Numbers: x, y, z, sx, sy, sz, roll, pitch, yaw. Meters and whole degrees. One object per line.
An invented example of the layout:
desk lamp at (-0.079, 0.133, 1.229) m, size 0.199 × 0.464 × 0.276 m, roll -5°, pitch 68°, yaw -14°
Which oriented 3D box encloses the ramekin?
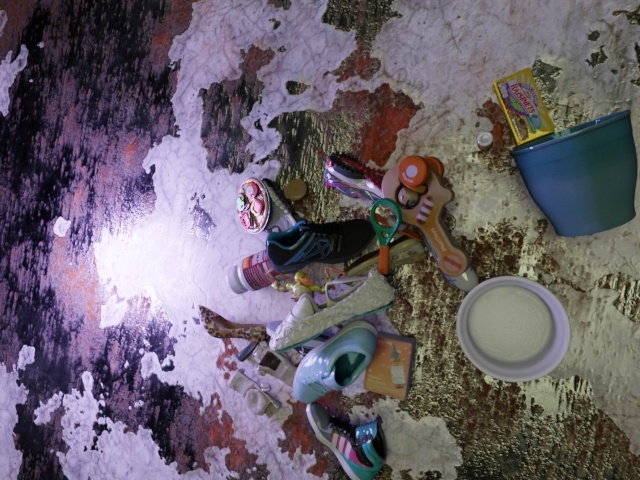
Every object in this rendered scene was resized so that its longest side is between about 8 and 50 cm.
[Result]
ramekin at (0.521, 0.234, 1.179) m, size 0.276 × 0.135 × 0.278 m, roll -1°, pitch 87°, yaw 20°

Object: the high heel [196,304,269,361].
high heel at (-0.299, 0.280, 1.498) m, size 0.261 × 0.093 × 0.186 m, roll 45°, pitch 110°, yaw 0°

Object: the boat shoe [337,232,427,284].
boat shoe at (0.188, 0.077, 1.326) m, size 0.285 × 0.104 × 0.089 m, roll -28°, pitch 97°, yaw 16°

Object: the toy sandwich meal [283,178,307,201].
toy sandwich meal at (-0.085, -0.173, 1.480) m, size 0.085 × 0.029 × 0.086 m, roll -3°, pitch 77°, yaw 15°

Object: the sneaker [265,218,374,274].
sneaker at (0.000, 0.000, 1.293) m, size 0.340 × 0.140 × 0.125 m, roll -19°, pitch 49°, yaw -4°

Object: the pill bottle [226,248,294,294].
pill bottle at (-0.204, 0.101, 1.462) m, size 0.221 × 0.121 × 0.121 m, roll -23°, pitch 80°, yaw 18°

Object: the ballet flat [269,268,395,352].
ballet flat at (0.020, 0.195, 1.273) m, size 0.408 × 0.147 × 0.147 m, roll -24°, pitch 80°, yaw 5°

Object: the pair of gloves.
pair of gloves at (-0.189, 0.483, 1.466) m, size 0.204 × 0.042 × 0.240 m, roll 41°, pitch 103°, yaw 7°

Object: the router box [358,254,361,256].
router box at (0.083, -0.002, 1.403) m, size 0.122 × 0.038 × 0.092 m, roll 11°, pitch 90°, yaw 20°

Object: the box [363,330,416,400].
box at (0.214, 0.378, 1.311) m, size 0.129 × 0.091 × 0.171 m, roll 7°, pitch 91°, yaw 21°

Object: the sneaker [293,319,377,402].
sneaker at (0.026, 0.388, 1.264) m, size 0.135 × 0.150 × 0.366 m, roll 34°, pitch 115°, yaw -6°

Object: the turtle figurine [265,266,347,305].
turtle figurine at (-0.037, 0.177, 1.361) m, size 0.269 × 0.087 × 0.218 m, roll -4°, pitch 123°, yaw 16°

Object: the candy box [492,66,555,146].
candy box at (0.587, -0.386, 1.238) m, size 0.105 × 0.027 × 0.206 m, roll -20°, pitch 81°, yaw 15°

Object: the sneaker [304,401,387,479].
sneaker at (0.099, 0.593, 1.324) m, size 0.178 × 0.124 × 0.296 m, roll -44°, pitch 83°, yaw 18°

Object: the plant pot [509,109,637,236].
plant pot at (0.661, -0.155, 1.087) m, size 0.271 × 0.271 × 0.256 m, roll -19°, pitch 95°, yaw 19°

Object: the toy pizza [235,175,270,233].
toy pizza at (-0.243, -0.122, 1.488) m, size 0.201 × 0.032 × 0.202 m, roll 7°, pitch 100°, yaw 47°

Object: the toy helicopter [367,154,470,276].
toy helicopter at (0.285, -0.052, 1.198) m, size 0.235 × 0.140 × 0.355 m, roll -37°, pitch 77°, yaw 34°

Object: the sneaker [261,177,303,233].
sneaker at (-0.169, -0.097, 1.478) m, size 0.132 × 0.086 × 0.229 m, roll -39°, pitch 76°, yaw 17°

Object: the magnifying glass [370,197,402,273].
magnifying glass at (0.185, -0.010, 1.223) m, size 0.092 × 0.026 × 0.231 m, roll 15°, pitch 118°, yaw 32°

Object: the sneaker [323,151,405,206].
sneaker at (0.151, -0.172, 1.358) m, size 0.299 × 0.121 × 0.112 m, roll 30°, pitch 134°, yaw 9°

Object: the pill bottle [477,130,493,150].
pill bottle at (0.479, -0.286, 1.243) m, size 0.043 × 0.083 × 0.044 m, roll -1°, pitch 87°, yaw 21°

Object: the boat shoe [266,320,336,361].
boat shoe at (-0.035, 0.345, 1.399) m, size 0.306 × 0.113 × 0.105 m, roll 11°, pitch 106°, yaw 7°

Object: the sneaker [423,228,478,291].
sneaker at (0.382, 0.050, 1.266) m, size 0.085 × 0.086 × 0.237 m, roll -35°, pitch 78°, yaw 14°
